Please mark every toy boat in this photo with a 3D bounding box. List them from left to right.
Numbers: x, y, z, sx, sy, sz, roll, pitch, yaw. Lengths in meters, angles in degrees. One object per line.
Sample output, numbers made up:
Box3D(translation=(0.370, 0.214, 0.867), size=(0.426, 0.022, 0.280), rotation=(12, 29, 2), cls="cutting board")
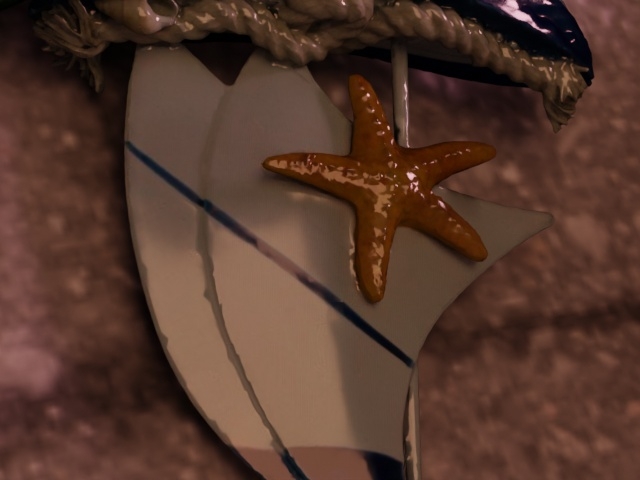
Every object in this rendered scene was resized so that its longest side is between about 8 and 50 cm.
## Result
Box3D(translation=(0.000, 0.000, 0.671), size=(0.220, 0.067, 0.291), rotation=(7, 73, -19), cls="toy boat")

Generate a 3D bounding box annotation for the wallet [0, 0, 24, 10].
Box3D(translation=(-0.130, -0.147, 0.645), size=(0.236, 0.055, 0.160), rotation=(-26, 60, -18), cls="wallet")
